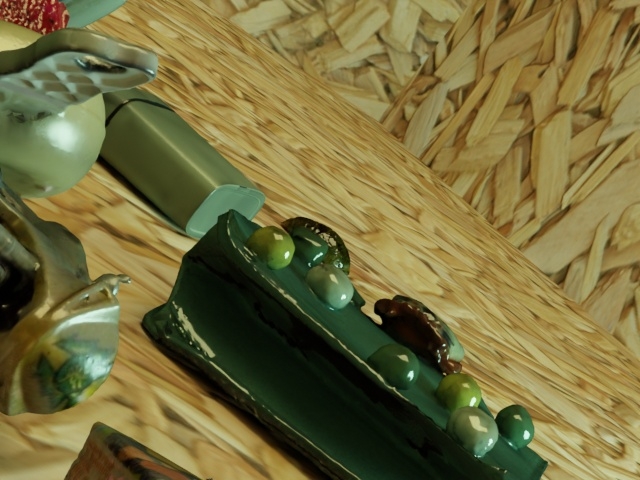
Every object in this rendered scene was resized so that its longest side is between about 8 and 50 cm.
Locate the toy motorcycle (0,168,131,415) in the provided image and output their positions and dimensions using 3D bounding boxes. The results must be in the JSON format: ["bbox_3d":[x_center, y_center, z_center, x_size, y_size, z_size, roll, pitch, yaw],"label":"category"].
[{"bbox_3d":[-0.147,0.024,0.880,0.130,0.094,0.229,43,-5,-1],"label":"toy motorcycle"}]

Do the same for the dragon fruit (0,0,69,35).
[{"bbox_3d":[-0.254,-0.127,1.263,0.153,0.111,0.153,23,55,-37],"label":"dragon fruit"}]

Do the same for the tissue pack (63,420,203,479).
[{"bbox_3d":[-0.040,0.131,0.727,0.109,0.060,0.148,34,-4,-19],"label":"tissue pack"}]

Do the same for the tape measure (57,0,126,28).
[{"bbox_3d":[-0.255,-0.247,1.348,0.125,0.243,0.246,-123,-156,-53],"label":"tape measure"}]

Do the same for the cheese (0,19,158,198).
[{"bbox_3d":[-0.177,-0.074,0.925,0.163,0.070,0.249,11,-12,-13],"label":"cheese"}]

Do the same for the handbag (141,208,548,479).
[{"bbox_3d":[0.031,0.083,1.262,0.269,0.100,0.274,39,8,9],"label":"handbag"}]

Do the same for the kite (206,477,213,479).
[{"bbox_3d":[-0.006,0.166,0.949,0.160,0.010,0.183,44,9,31],"label":"kite"}]

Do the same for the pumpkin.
[{"bbox_3d":[0.001,-0.001,1.866,0.083,0.028,0.050,35,9,5],"label":"pumpkin"}]

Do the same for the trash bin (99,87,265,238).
[{"bbox_3d":[-0.120,-0.062,1.555,0.130,0.059,0.116,42,11,18],"label":"trash bin"}]
